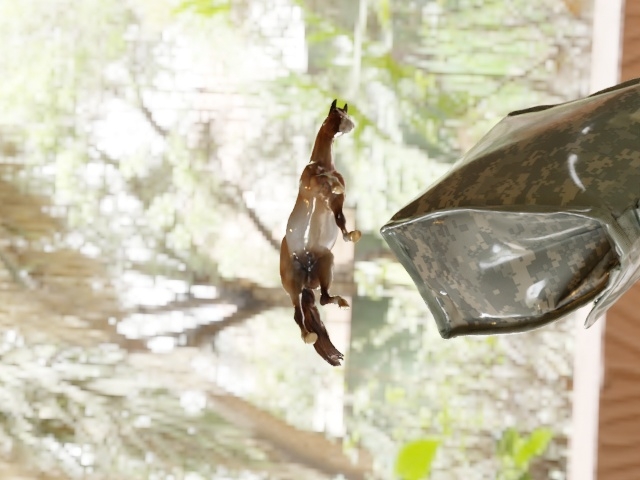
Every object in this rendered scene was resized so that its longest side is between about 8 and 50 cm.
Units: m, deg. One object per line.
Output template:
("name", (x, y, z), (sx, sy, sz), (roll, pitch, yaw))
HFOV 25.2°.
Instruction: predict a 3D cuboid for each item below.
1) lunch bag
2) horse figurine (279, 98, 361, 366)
("lunch bag", (0.245, -0.033, 1.352), (0.235, 0.287, 0.169), (-41, -74, -33))
("horse figurine", (0.000, 0.000, 1.528), (0.174, 0.066, 0.263), (-117, 32, -62))
